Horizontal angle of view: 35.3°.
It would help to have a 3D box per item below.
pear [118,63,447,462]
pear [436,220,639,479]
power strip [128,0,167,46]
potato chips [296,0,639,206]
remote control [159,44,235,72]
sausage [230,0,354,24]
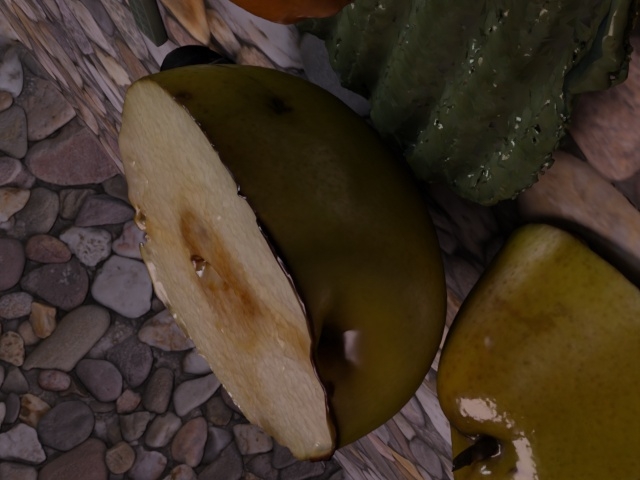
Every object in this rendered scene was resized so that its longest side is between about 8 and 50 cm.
[{"bbox_3d":[-0.016,-0.003,0.856,0.386,0.191,0.340,33,143,52],"label":"pear"},{"bbox_3d":[0.172,0.135,0.747,0.267,0.178,0.267,50,170,12],"label":"pear"},{"bbox_3d":[-0.218,-0.290,1.221,0.051,0.019,0.136,48,166,21],"label":"power strip"},{"bbox_3d":[0.028,-0.192,0.590,0.358,0.070,0.429,47,166,11],"label":"potato chips"},{"bbox_3d":[-0.078,-0.113,1.079,0.266,0.090,0.066,46,148,25],"label":"remote control"},{"bbox_3d":[-0.066,-0.208,0.521,0.238,0.098,0.098,48,166,-3],"label":"sausage"}]
